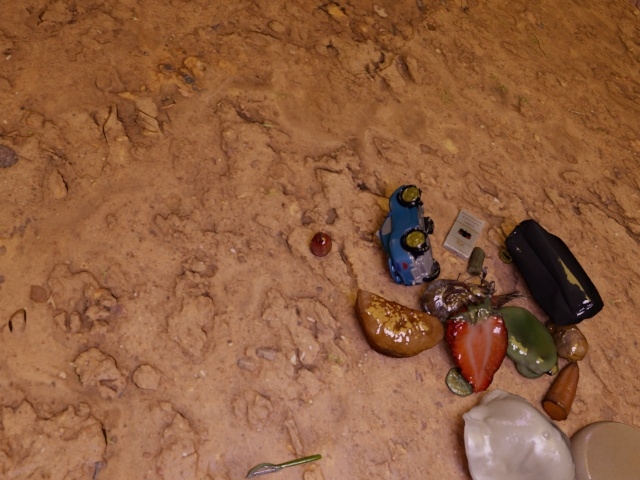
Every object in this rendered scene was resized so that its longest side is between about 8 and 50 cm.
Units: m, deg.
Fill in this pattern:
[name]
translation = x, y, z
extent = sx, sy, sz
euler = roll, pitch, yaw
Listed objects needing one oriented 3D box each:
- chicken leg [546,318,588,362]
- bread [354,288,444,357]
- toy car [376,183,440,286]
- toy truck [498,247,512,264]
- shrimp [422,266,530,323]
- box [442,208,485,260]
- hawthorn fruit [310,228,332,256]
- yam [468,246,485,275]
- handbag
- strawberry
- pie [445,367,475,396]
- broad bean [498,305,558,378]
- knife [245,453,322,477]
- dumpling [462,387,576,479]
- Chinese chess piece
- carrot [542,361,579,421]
[chicken leg]
translation = 0.709, 0.274, 1.512
extent = 0.085, 0.101, 0.208
euler = 11, 37, -11
[bread]
translation = 0.193, 0.242, 1.374
extent = 0.260, 0.129, 0.134
euler = 24, 58, 4
[toy car]
translation = 0.251, -0.019, 1.526
extent = 0.165, 0.198, 0.315
euler = -10, 55, 17
[toy truck]
translation = 0.611, 0.036, 1.640
extent = 0.083, 0.054, 0.049
euler = -31, 70, -19
[shrimp]
translation = 0.453, 0.160, 1.494
extent = 0.342, 0.116, 0.145
euler = -4, 73, -15
[box]
translation = 0.462, -0.021, 1.658
extent = 0.090, 0.024, 0.167
euler = 32, 56, 6
[hawthorn fruit]
translation = 0.000, 0.000, 1.487
extent = 0.066, 0.103, 0.067
euler = -4, 52, 5
[yam]
translation = 0.487, 0.066, 1.602
extent = 0.043, 0.043, 0.094
euler = 26, 56, 3
[handbag]
translation = 0.720, 0.098, 1.552
extent = 0.287, 0.152, 0.343
euler = 9, 49, -43
[strawberry]
translation = 0.427, 0.278, 1.382
extent = 0.174, 0.098, 0.228
euler = -20, 98, -5
[pie]
translation = 0.382, 0.385, 1.397
extent = 0.085, 0.017, 0.085
euler = 7, 56, -11
[broad bean]
translation = 0.587, 0.284, 1.465
extent = 0.169, 0.100, 0.228
euler = -25, 66, -33
[knife]
translation = -0.085, 0.522, 1.198
extent = 0.183, 0.022, 0.026
euler = -6, 88, -17
[dumpling]
translation = 0.477, 0.525, 1.235
extent = 0.242, 0.187, 0.318
euler = -19, 69, -27
[Chinese chess piece]
translation = 0.760, 0.601, 1.311
extent = 0.273, 0.102, 0.274
euler = 6, 58, -9
[carrot]
translation = 0.684, 0.406, 1.439
extent = 0.072, 0.072, 0.205
euler = 40, 50, 11
